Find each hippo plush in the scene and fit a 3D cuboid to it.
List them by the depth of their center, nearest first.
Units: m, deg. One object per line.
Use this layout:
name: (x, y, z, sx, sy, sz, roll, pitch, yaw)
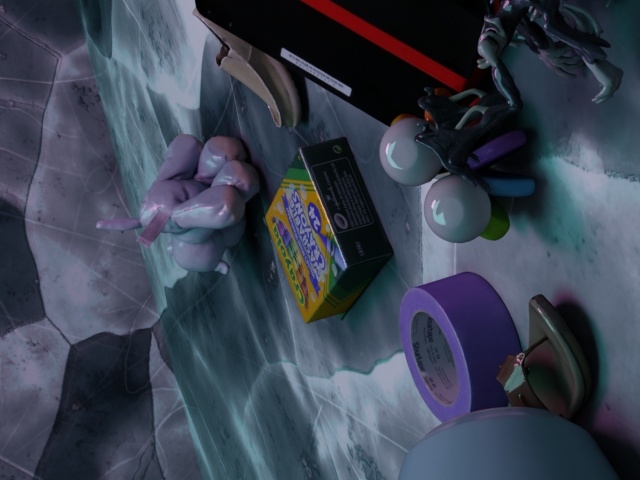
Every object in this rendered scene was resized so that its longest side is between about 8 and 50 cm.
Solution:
hippo plush: (-0.216, -0.032, 2.358, 0.234, 0.294, 0.236, 18, 149, 31)

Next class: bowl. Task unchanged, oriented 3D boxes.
bowl: (0.209, 0.297, 1.383, 0.311, 0.311, 0.163, 103, 166, -54)

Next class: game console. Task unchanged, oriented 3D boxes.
game console: (0.025, -0.291, 1.426, 0.386, 0.060, 0.342, 32, 153, 9)

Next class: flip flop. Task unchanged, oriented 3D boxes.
flip flop: (0.244, 0.177, 1.442, 0.277, 0.080, 0.112, 97, 151, -48)

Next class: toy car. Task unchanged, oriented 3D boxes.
toy car: (0.166, -0.090, 1.382, 0.136, 0.159, 0.182, -41, 80, 23)

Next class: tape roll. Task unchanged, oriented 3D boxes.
tape roll: (0.179, 0.141, 1.593, 0.189, 0.080, 0.189, 163, 90, -71)

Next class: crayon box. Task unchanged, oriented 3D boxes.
crayon box: (0.000, 0.000, 1.969, 0.323, 0.083, 0.203, 120, 131, -65)

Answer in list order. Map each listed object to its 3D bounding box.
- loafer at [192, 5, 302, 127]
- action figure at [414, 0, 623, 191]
loafer: (-0.118, -0.288, 1.970, 0.268, 0.092, 0.102, 61, 175, -18)
action figure: (0.208, -0.186, 1.173, 0.276, 0.141, 0.164, -56, 10, 18)
